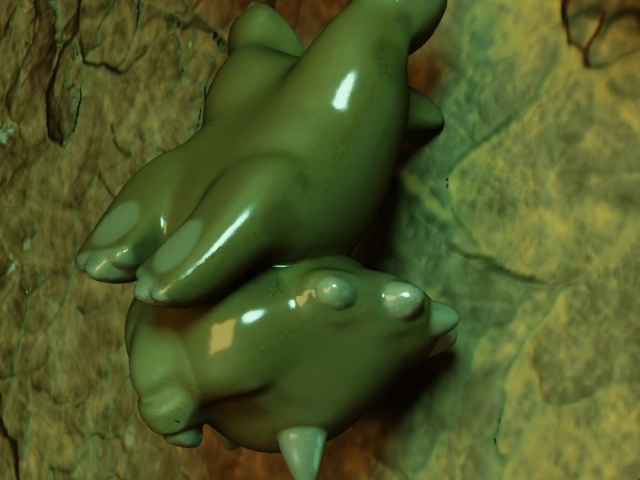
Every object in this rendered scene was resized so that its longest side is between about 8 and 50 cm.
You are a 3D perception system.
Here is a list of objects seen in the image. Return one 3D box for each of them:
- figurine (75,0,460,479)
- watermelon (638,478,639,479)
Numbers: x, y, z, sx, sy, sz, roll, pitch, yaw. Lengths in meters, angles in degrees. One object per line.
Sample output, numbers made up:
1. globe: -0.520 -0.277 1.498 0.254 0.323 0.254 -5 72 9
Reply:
1. figurine: -0.005 0.004 0.761 0.177 0.173 0.247 -12 43 44
2. watermelon: 0.190 0.167 0.424 0.269 0.269 0.269 -12 74 48
